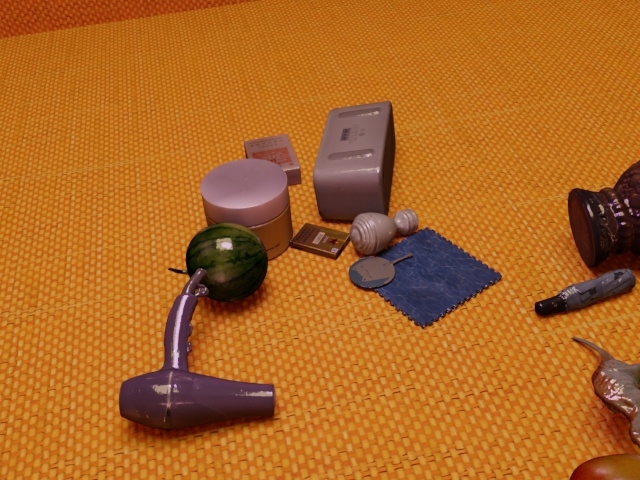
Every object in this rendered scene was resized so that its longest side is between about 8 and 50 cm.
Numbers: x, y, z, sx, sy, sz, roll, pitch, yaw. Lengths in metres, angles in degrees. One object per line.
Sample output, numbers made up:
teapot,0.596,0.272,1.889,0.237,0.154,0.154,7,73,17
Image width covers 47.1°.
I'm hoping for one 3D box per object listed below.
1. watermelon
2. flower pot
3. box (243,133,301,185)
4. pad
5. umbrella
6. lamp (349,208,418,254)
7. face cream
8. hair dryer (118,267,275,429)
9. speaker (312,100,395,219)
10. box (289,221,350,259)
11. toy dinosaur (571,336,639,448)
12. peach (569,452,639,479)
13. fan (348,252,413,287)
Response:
watermelon,-0.229,0.055,1.710,0.214,0.188,0.188,-19,38,10
flower pot,0.736,-0.057,1.706,0.267,0.266,0.266,-15,39,6
box,-0.142,-0.231,2.148,0.141,0.058,0.201,-10,40,-7
pad,0.251,0.080,1.763,0.269,0.012,0.269,-29,45,-27
umbrella,0.596,0.117,1.648,0.250,0.053,0.052,-15,41,-13
lamp,0.159,-0.030,1.843,0.193,0.106,0.106,-18,40,-28
face cream,-0.183,-0.074,1.863,0.218,0.179,0.218,-3,39,2
hair dryer,-0.245,0.212,1.516,0.301,0.121,0.361,1,57,-5
speaker,0.101,-0.225,2.027,0.184,0.183,0.406,-2,38,12
box,0.000,0.000,1.878,0.133,0.023,0.090,14,44,22
toy dinosaur,0.584,0.270,1.392,0.205,0.092,0.393,11,28,-17
peach,0.492,0.430,1.183,0.197,0.197,0.197,-3,39,2
fan,0.151,0.064,1.778,0.175,0.005,0.113,-22,41,-19
